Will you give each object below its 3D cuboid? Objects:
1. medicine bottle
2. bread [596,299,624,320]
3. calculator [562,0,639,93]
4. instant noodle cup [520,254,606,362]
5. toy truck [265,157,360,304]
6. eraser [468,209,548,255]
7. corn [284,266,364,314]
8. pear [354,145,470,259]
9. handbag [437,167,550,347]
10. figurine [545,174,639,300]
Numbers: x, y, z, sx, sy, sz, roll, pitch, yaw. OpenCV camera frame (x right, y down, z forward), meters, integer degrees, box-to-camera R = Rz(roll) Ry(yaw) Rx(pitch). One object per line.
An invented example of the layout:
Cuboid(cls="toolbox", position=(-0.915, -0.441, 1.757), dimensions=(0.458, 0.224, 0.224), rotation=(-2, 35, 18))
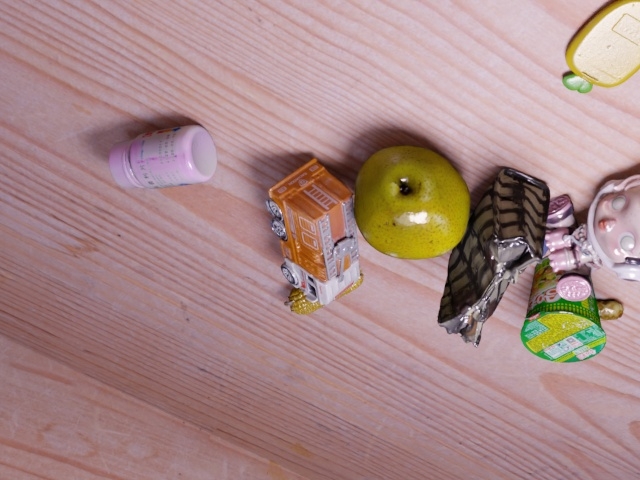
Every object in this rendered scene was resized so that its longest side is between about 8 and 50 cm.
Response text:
Cuboid(cls="medicine bottle", position=(-0.408, -0.210, 1.810), dimensions=(0.254, 0.152, 0.152), rotation=(-6, 134, 24))
Cuboid(cls="bread", position=(0.773, 0.192, 1.914), dimensions=(0.110, 0.060, 0.066), rotation=(-3, 150, 23))
Cuboid(cls="calculator", position=(0.573, -0.377, 1.377), dimensions=(0.146, 0.032, 0.235), rotation=(25, 137, -9))
Cuboid(cls="instant noodle cup", position=(0.623, 0.160, 1.799), dimensions=(0.207, 0.233, 0.207), rotation=(10, 138, 9))
Cuboid(cls="toy truck", position=(0.000, 0.000, 1.821), dimensions=(0.207, 0.173, 0.388), rotation=(38, 153, 34))
Cuboid(cls="eraser", position=(0.479, -0.019, 1.801), dimensions=(0.225, 0.036, 0.082), rotation=(14, 140, 4))
Cuboid(cls="corn", position=(0.012, 0.141, 2.096), dimensions=(0.106, 0.106, 0.293), rotation=(39, 131, -23))
Cuboid(cls="pear", position=(0.210, -0.088, 1.639), dimensions=(0.294, 0.294, 0.294), rotation=(10, 138, 9))
Cuboid(cls="handbag", position=(0.401, 0.041, 1.629), dimensions=(0.162, 0.327, 0.325), rotation=(24, 124, 3))
Cuboid(cls="figurine", position=(0.695, -0.025, 1.599), dimensions=(0.211, 0.253, 0.361), rotation=(-9, 168, -41))
